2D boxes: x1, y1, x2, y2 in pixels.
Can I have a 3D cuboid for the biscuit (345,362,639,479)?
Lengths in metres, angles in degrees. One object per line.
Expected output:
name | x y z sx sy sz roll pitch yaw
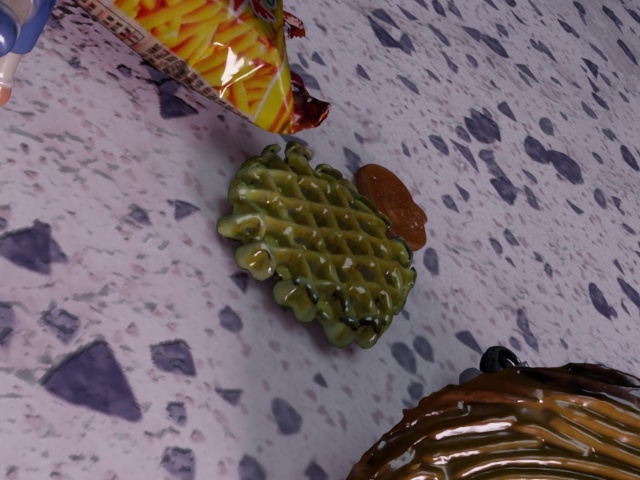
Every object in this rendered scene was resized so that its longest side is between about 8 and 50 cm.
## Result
biscuit | 0.152 0.216 0.590 0.318 0.040 0.318 2 59 -4

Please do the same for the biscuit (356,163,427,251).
biscuit | 0.065 -0.028 0.933 0.078 0.015 0.091 19 43 -41

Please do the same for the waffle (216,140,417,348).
waffle | 0.000 0.000 0.805 0.169 0.036 0.183 43 30 -4

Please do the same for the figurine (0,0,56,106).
figurine | -0.273 -0.187 0.574 0.275 0.161 0.158 42 69 -6

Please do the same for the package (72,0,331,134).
package | -0.116 -0.207 0.825 0.288 0.108 0.223 41 27 -27

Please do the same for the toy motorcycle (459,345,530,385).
toy motorcycle | 0.166 0.188 0.768 0.225 0.073 0.152 62 26 6
